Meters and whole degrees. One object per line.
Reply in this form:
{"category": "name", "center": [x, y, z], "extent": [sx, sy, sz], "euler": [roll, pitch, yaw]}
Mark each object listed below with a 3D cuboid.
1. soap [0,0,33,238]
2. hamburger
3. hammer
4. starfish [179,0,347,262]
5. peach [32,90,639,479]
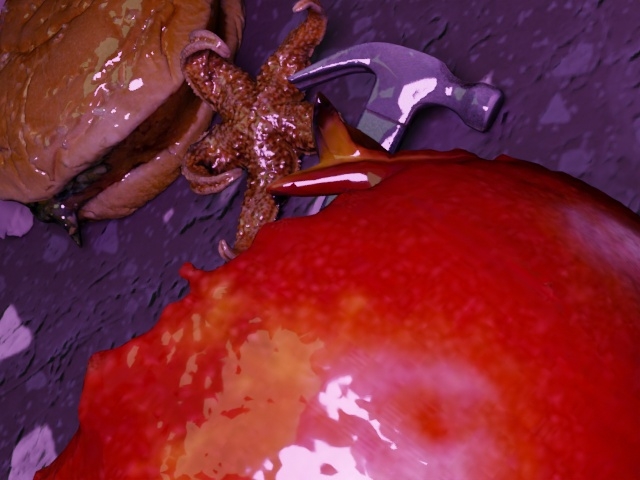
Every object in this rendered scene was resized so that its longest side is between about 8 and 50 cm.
{"category": "soap", "center": [-0.269, -0.187, 1.580], "extent": [0.258, 0.159, 0.302], "euler": [-45, 41, 8]}
{"category": "hamburger", "center": [-0.157, -0.154, 1.456], "extent": [0.211, 0.132, 0.308], "euler": [-8, 56, 45]}
{"category": "hammer", "center": [0.000, 0.000, 1.223], "extent": [0.137, 0.037, 0.289], "euler": [26, 89, 16]}
{"category": "starfish", "center": [-0.038, -0.077, 1.314], "extent": [0.146, 0.074, 0.189], "euler": [-5, 78, 23]}
{"category": "peach", "center": [0.071, 0.143, 0.842], "extent": [0.310, 0.406, 0.335], "euler": [39, 82, 24]}
